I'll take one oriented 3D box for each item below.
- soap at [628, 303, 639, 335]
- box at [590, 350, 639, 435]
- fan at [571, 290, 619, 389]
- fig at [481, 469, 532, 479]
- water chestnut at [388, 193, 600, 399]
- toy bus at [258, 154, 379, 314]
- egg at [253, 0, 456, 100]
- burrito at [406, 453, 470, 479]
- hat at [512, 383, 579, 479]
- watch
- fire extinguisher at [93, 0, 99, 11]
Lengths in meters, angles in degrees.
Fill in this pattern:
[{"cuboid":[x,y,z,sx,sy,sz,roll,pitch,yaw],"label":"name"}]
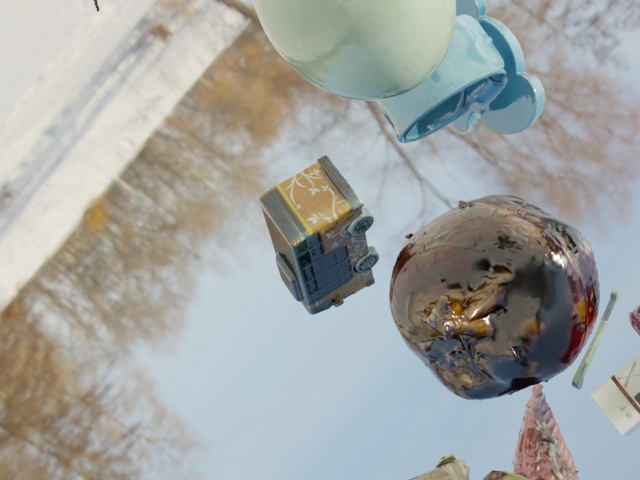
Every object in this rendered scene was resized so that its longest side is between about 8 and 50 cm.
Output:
[{"cuboid":[0.686,0.140,1.775,0.220,0.325,0.127,-121,-145,-44],"label":"soap"},{"cuboid":[0.499,0.220,1.694,0.154,0.084,0.040,-47,150,20],"label":"box"},{"cuboid":[0.498,0.180,1.996,0.016,0.038,0.193,19,-103,33],"label":"fan"},{"cuboid":[0.252,0.410,1.429,0.203,0.225,0.203,-23,-166,6],"label":"fig"},{"cuboid":[0.257,0.099,1.727,0.335,0.335,0.347,-41,180,32],"label":"water chestnut"},{"cuboid":[0.000,0.000,1.940,0.167,0.138,0.275,-30,149,-9],"label":"toy bus"},{"cuboid":[0.023,-0.198,0.870,0.149,0.192,0.149,-28,157,-13],"label":"egg"},{"cuboid":[0.149,0.508,2.051,0.348,0.107,0.175,-19,143,-45],"label":"burrito"},{"cuboid":[0.396,0.414,1.932,0.107,0.236,0.286,-15,-159,30],"label":"hat"},{"cuboid":[0.156,-0.203,1.418,0.193,0.210,0.211,-25,177,-35],"label":"watch"},{"cuboid":[-0.354,-0.413,1.669,0.039,0.056,0.132,-16,144,-11],"label":"fire extinguisher"}]
